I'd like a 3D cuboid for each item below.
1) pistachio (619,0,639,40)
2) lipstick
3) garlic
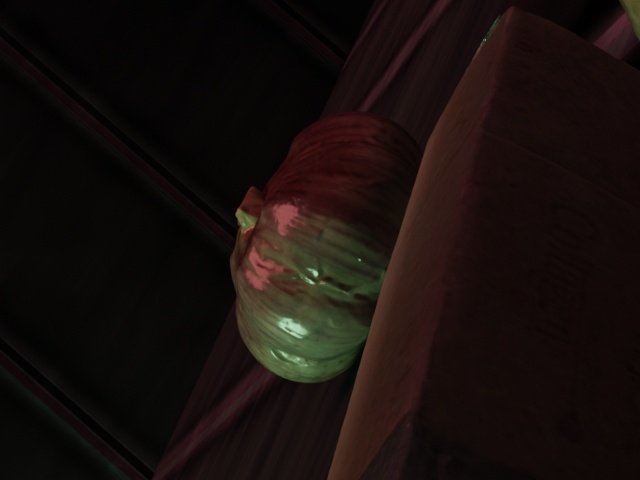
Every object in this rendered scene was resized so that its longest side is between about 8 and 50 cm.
[{"bbox_3d":[0.113,-0.136,0.337,0.153,0.138,0.238,77,-147,-76],"label":"pistachio"},{"bbox_3d":[0.051,0.030,0.541,0.068,0.066,0.317,-61,4,29],"label":"lipstick"},{"bbox_3d":[0.000,0.000,1.121,0.159,0.102,0.147,-65,5,-9],"label":"garlic"}]
